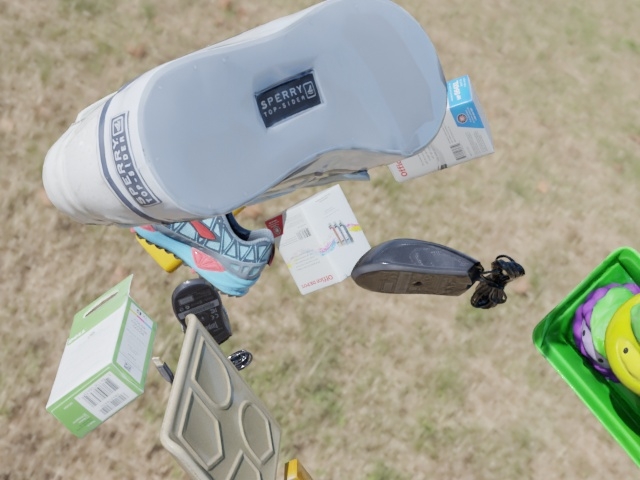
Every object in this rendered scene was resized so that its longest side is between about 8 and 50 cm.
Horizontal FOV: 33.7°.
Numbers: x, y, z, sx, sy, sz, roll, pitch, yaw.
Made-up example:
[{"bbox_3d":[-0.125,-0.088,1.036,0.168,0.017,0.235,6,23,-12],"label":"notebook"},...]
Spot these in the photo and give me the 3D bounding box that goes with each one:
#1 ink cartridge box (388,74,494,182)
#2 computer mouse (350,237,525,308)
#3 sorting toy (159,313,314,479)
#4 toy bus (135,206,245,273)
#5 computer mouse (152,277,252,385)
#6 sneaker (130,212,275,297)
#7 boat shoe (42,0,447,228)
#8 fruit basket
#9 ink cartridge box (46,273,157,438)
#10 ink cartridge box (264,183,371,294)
[{"bbox_3d":[0.216,-0.213,2.048,0.148,0.203,0.086,57,23,-43],"label":"ink cartridge box"},{"bbox_3d":[0.185,0.044,1.744,0.272,0.188,0.072,6,67,-6],"label":"computer mouse"},{"bbox_3d":[-0.092,0.261,1.248,0.307,0.041,0.229,57,18,-30],"label":"sorting toy"},{"bbox_3d":[-0.200,-0.086,2.065,0.108,0.332,0.130,48,3,-3],"label":"toy bus"},{"bbox_3d":[-0.264,0.184,2.123,0.060,0.184,0.262,-117,-178,-54],"label":"computer mouse"},{"bbox_3d":[-0.175,-0.040,1.472,0.262,0.125,0.104,36,16,-20],"label":"sneaker"},{"bbox_3d":[-0.051,-0.081,0.764,0.367,0.156,0.136,-31,105,-50],"label":"boat shoe"},{"bbox_3d":[0.537,0.199,1.707,0.392,0.283,0.392,35,22,-17],"label":"fruit basket"},{"bbox_3d":[-0.270,0.141,1.338,0.062,0.109,0.209,47,17,-23],"label":"ink cartridge box"},{"bbox_3d":[0.000,0.000,2.163,0.127,0.128,0.176,-31,97,-43],"label":"ink cartridge box"}]
